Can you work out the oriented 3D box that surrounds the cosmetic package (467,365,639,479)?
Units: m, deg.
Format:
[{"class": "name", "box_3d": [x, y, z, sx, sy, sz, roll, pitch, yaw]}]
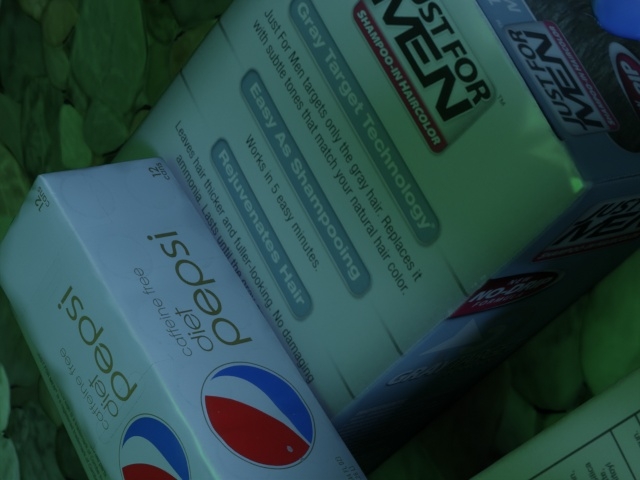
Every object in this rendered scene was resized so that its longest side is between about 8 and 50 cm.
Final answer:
[{"class": "cosmetic package", "box_3d": [0.106, 0.178, 0.690, 0.309, 0.113, 0.160, -42, 66, 43]}]

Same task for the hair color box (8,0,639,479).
[{"class": "hair color box", "box_3d": [0.000, 0.000, 0.774, 0.374, 0.113, 0.185, -47, 64, 42]}]

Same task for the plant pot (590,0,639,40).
[{"class": "plant pot", "box_3d": [0.227, -0.159, 0.421, 0.212, 0.236, 0.236, 17, 109, 38]}]

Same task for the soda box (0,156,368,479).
[{"class": "soda box", "box_3d": [-0.061, 0.067, 0.713, 0.216, 0.074, 0.069, 56, 132, 23]}]
